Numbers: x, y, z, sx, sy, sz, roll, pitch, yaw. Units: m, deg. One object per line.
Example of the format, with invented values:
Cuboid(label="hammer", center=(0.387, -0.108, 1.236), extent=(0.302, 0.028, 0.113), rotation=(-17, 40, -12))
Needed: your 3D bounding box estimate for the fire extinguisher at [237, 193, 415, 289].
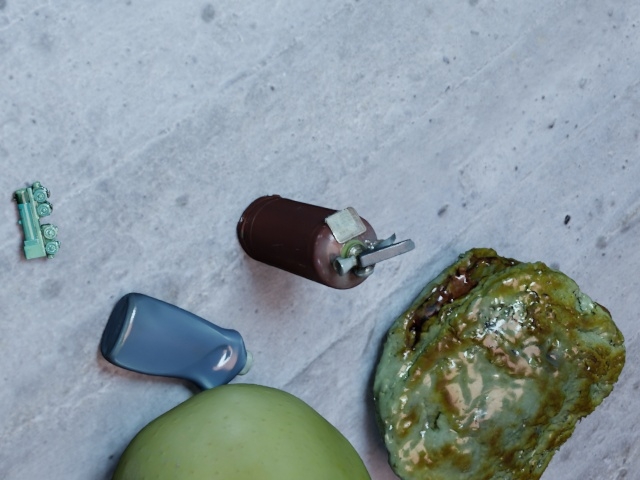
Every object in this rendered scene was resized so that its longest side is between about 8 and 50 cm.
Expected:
Cuboid(label="fire extinguisher", center=(0.000, 0.000, 1.156), extent=(0.104, 0.269, 0.105), rotation=(-5, 100, -30))

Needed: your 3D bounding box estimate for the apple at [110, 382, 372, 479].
Cuboid(label="apple", center=(-0.088, 0.361, 1.130), extent=(0.357, 0.357, 0.358), rotation=(-6, 101, -30))

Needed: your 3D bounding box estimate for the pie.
Cuboid(label="pie", center=(0.261, 0.234, 1.410), extent=(0.395, 0.180, 0.418), rotation=(29, 90, -32))

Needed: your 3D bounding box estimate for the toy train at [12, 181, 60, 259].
Cuboid(label="toy train", center=(-0.333, -0.022, 1.096), extent=(0.045, 0.029, 0.092), rotation=(-12, 101, -13))

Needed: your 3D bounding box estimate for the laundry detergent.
Cuboid(label="laundry detergent", center=(-0.173, 0.137, 1.199), extent=(0.206, 0.061, 0.097), rotation=(22, 82, -32))
